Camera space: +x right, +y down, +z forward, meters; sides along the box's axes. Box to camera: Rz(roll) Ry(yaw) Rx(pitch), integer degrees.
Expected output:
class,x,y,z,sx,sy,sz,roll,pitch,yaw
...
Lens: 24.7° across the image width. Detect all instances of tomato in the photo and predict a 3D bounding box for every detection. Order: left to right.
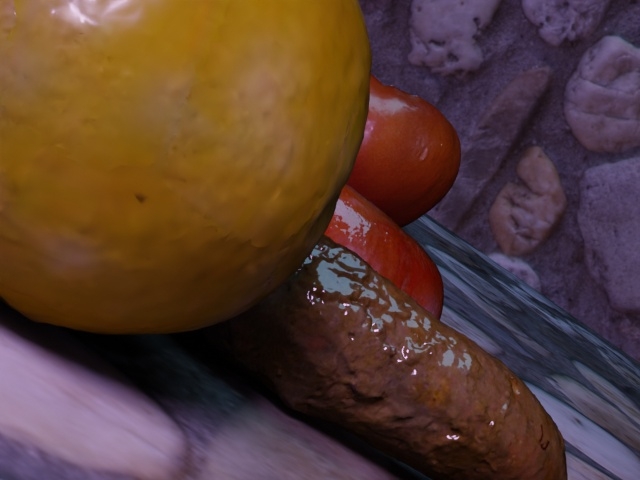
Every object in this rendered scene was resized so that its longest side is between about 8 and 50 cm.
class,x,y,z,sx,sy,sz,roll,pitch,yaw
tomato,0.003,-0.001,1.071,0.225,0.085,0.225,39,1,-1
tomato,0.036,-0.115,1.734,0.260,0.180,0.260,35,4,-3

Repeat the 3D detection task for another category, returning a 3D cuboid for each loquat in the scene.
class,x,y,z,sx,sy,sz,roll,pitch,yaw
loquat,-0.097,-0.071,0.649,0.244,0.244,0.244,34,7,-5

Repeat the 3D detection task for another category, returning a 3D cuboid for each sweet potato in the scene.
class,x,y,z,sx,sy,sz,roll,pitch,yaw
sweet potato,0.003,0.053,0.801,0.341,0.092,0.114,35,-18,-2
